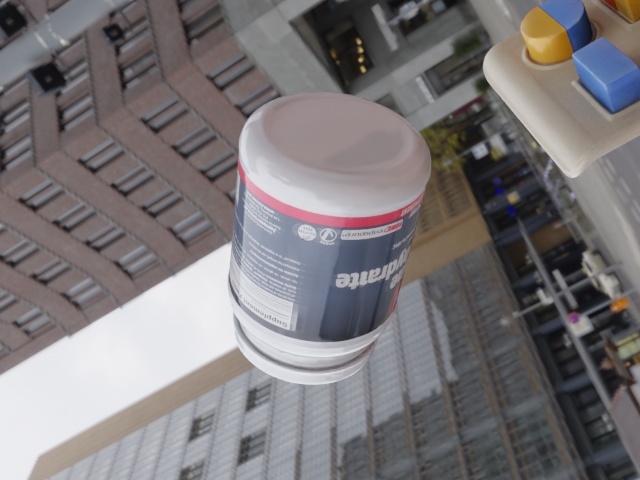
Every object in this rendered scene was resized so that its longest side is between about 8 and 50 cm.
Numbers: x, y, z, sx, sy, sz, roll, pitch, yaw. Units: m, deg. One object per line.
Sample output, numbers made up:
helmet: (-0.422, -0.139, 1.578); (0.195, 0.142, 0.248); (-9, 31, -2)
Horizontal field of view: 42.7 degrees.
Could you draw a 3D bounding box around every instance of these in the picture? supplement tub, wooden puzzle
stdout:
supplement tub: (0.000, 0.000, 0.867); (0.191, 0.191, 0.272); (-102, 17, -50)
wooden puzzle: (0.406, -0.275, 1.083); (0.080, 0.347, 0.322); (48, -166, -37)
